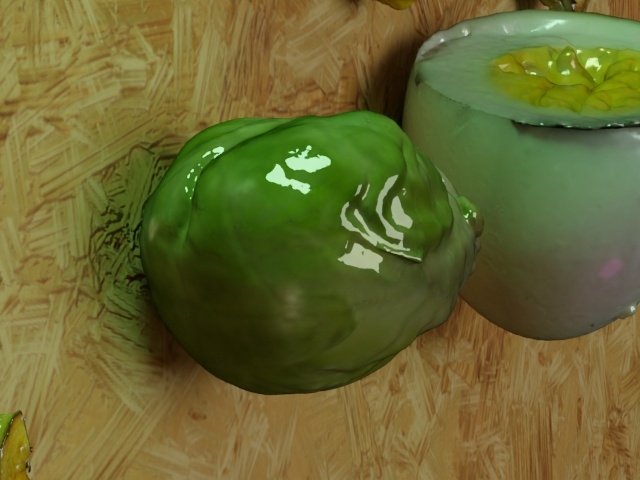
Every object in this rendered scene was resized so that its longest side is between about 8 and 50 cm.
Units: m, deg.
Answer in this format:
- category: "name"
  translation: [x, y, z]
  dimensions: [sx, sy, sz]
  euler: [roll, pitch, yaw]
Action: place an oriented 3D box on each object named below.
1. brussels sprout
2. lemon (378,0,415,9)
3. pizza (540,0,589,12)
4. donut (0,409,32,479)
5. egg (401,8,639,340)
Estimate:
- category: "brussels sprout"
  translation: [-0.013, 0.004, 1.373]
  dimensions: [0.316, 0.274, 0.242]
  euler: [15, 53, -65]
- category: "lemon"
  translation: [0.079, -0.322, 1.704]
  dimensions: [0.114, 0.114, 0.155]
  euler: [-13, 101, -61]
- category: "pizza"
  translation: [0.308, -0.448, 2.160]
  dimensions: [0.226, 0.086, 0.335]
  euler: [20, 70, -55]
- category: "donut"
  translation: [-0.233, 0.174, 1.200]
  dimensions: [0.083, 0.038, 0.067]
  euler: [61, 37, -49]
- category: "egg"
  translation: [0.265, -0.052, 1.818]
  dimensions: [0.354, 0.354, 0.340]
  euler: [-45, 142, -53]
